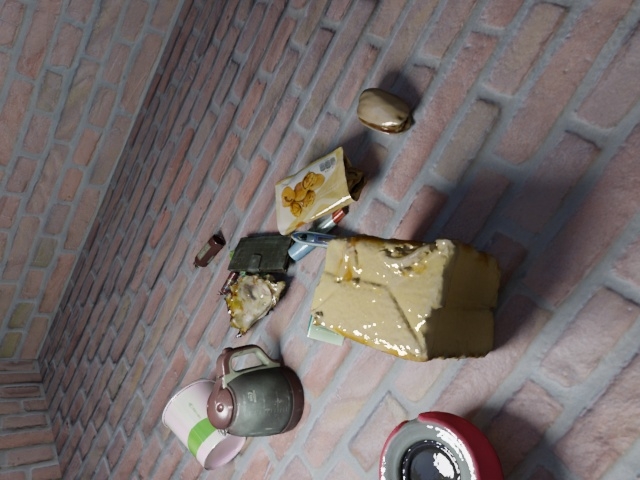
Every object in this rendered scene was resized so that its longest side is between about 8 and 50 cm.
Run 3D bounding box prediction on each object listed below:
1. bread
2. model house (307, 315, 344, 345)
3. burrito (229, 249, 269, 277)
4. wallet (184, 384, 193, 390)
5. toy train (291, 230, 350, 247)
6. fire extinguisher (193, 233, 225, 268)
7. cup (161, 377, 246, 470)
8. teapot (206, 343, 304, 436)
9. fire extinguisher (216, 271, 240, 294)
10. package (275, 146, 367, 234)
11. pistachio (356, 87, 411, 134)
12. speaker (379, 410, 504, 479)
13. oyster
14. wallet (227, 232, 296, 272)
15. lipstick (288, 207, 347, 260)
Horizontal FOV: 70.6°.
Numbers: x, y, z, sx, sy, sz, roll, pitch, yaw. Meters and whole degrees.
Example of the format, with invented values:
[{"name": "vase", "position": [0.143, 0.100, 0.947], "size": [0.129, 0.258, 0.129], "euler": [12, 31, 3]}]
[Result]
[{"name": "bread", "position": [0.223, 0.137, 1.166], "size": [0.390, 0.371, 0.278], "euler": [6, 84, 45]}, {"name": "model house", "position": [0.027, 0.275, 1.497], "size": [0.127, 0.149, 0.100], "euler": [15, 88, 1]}, {"name": "burrito", "position": [-0.306, 0.112, 1.906], "size": [0.288, 0.054, 0.104], "euler": [20, 96, 43]}, {"name": "wallet", "position": [-0.564, 0.699, 2.033], "size": [0.157, 0.018, 0.082], "euler": [-9, 75, 42]}, {"name": "toy train", "position": [0.000, 0.000, 1.580], "size": [0.252, 0.048, 0.054], "euler": [8, 89, 25]}, {"name": "fire extinguisher", "position": [-0.534, 0.060, 2.132], "size": [0.231, 0.071, 0.099], "euler": [-45, 25, 29]}, {"name": "cup", "position": [-0.444, 0.725, 1.767], "size": [0.274, 0.253, 0.253], "euler": [37, 106, 36]}, {"name": "teapot", "position": [-0.244, 0.518, 1.566], "size": [0.234, 0.312, 0.314], "euler": [-17, 69, 38]}, {"name": "fire extinguisher", "position": [-0.401, 0.191, 1.978], "size": [0.132, 0.056, 0.039], "euler": [-59, 21, 12]}, {"name": "package", "position": [0.010, -0.147, 1.588], "size": [0.311, 0.165, 0.221], "euler": [-27, 55, 31]}, {"name": "pistachio", "position": [0.205, -0.426, 1.493], "size": [0.152, 0.126, 0.223], "euler": [-32, 52, -8]}, {"name": "speaker", "position": [0.291, 0.558, 1.072], "size": [0.295, 0.295, 0.293], "euler": [-12, 72, 42]}, {"name": "oyster", "position": [-0.261, 0.219, 1.795], "size": [0.361, 0.096, 0.221], "euler": [-44, 66, 31]}, {"name": "wallet", "position": [-0.235, 0.051, 1.811], "size": [0.317, 0.044, 0.168], "euler": [-3, 58, 38]}, {"name": "lipstick", "position": [-0.006, -0.028, 1.643], "size": [0.274, 0.061, 0.068], "euler": [-41, 53, 23]}]
